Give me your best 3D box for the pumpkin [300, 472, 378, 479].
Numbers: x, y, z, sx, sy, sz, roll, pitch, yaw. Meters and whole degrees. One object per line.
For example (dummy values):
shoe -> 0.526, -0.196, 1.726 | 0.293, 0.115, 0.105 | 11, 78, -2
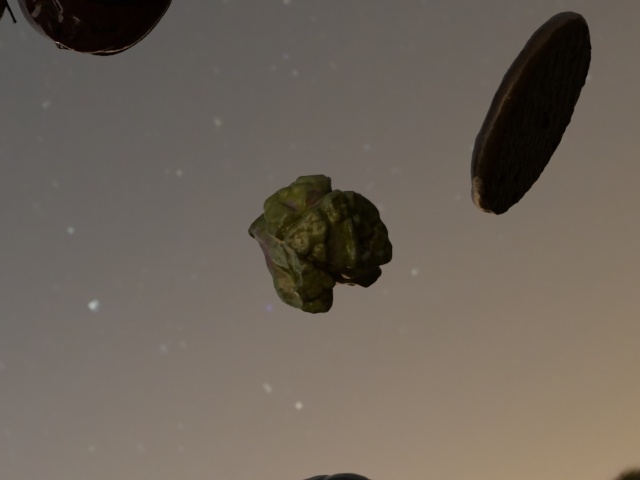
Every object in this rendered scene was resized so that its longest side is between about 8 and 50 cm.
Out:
pumpkin -> 0.033, 0.328, 1.427 | 0.224, 0.223, 0.157 | -54, 3, 36

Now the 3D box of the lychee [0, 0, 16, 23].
lychee -> -0.395, -0.272, 1.607 | 0.140, 0.101, 0.114 | -84, 8, -56

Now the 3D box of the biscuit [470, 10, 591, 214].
biscuit -> 0.200, -0.122, 1.393 | 0.212, 0.036, 0.212 | -48, -26, -33

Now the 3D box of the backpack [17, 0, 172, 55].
backpack -> -0.278, -0.334, 1.790 | 0.229, 0.229, 0.139 | -42, 3, 3

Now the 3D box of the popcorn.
popcorn -> 0.000, 0.000, 1.409 | 0.126, 0.126, 0.145 | -36, -5, 7
